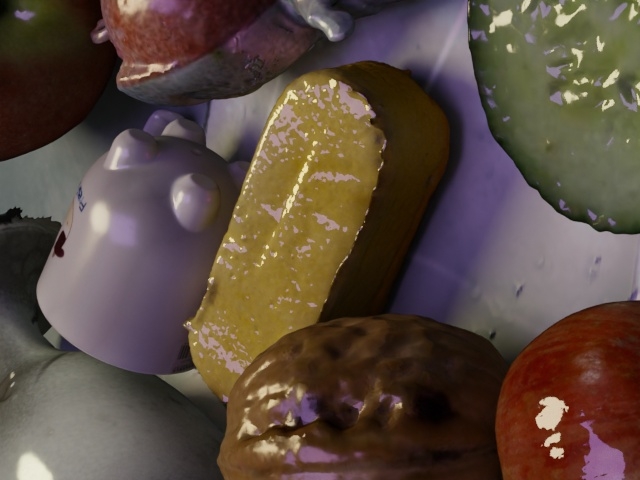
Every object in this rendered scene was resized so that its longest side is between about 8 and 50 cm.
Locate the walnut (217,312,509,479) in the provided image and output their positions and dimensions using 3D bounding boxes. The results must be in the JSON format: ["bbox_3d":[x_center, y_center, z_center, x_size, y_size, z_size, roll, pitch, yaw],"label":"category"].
[{"bbox_3d":[0.027,0.121,0.745,0.184,0.155,0.155,-5,90,11],"label":"walnut"}]

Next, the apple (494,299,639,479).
[{"bbox_3d":[0.157,0.101,0.642,0.131,0.146,0.146,-29,73,51],"label":"apple"}]

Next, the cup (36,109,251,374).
[{"bbox_3d":[-0.107,-0.010,0.917,0.134,0.173,0.142,28,115,5],"label":"cup"}]

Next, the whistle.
[{"bbox_3d":[-0.021,-0.166,0.807,0.346,0.142,0.133,-9,113,36],"label":"whistle"}]

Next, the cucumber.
[{"bbox_3d":[0.165,-0.107,0.628,0.191,0.130,0.191,11,105,46],"label":"cucumber"}]

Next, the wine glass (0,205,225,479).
[{"bbox_3d":[-0.179,0.150,0.941,0.357,0.190,0.190,46,123,31],"label":"wine glass"}]

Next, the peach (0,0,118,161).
[{"bbox_3d":[-0.263,-0.183,0.969,0.252,0.252,0.252,5,97,44],"label":"peach"}]

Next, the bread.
[{"bbox_3d":[0.000,0.000,0.821,0.102,0.094,0.245,35,118,27],"label":"bread"}]
